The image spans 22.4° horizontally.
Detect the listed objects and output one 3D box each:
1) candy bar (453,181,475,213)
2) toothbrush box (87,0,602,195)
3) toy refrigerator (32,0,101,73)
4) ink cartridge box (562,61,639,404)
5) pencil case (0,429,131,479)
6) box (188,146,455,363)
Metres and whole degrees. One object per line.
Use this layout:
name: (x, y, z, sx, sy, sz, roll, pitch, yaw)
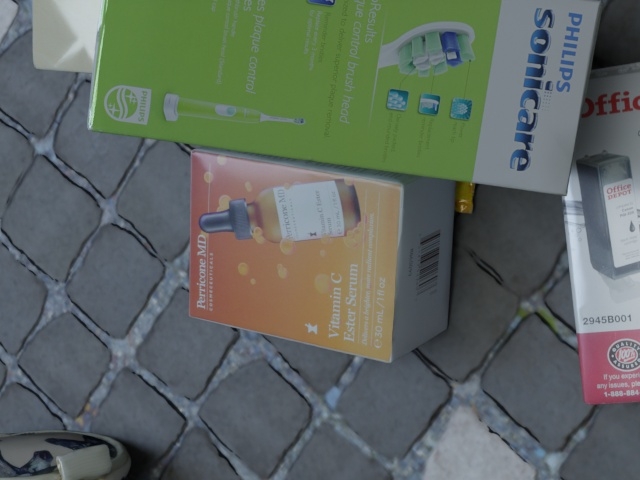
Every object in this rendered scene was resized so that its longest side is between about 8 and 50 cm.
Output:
candy bar: (0.039, -0.052, 1.184, 0.161, 0.018, 0.040, 11, 97, 28)
toothbrush box: (0.007, -0.117, 1.006, 0.283, 0.206, 0.122, 9, 100, -5)
toy refrigerator: (-0.081, -0.172, 1.208, 0.269, 0.094, 0.102, 7, 102, 29)
ink cartridge box: (0.243, -0.010, 1.033, 0.158, 0.092, 0.218, -7, 86, 28)
pencil case: (-0.243, 0.345, 1.268, 0.183, 0.160, 0.410, 11, 96, 40)
box: (0.000, 0.000, 1.154, 0.170, 0.091, 0.130, 10, 108, 28)
